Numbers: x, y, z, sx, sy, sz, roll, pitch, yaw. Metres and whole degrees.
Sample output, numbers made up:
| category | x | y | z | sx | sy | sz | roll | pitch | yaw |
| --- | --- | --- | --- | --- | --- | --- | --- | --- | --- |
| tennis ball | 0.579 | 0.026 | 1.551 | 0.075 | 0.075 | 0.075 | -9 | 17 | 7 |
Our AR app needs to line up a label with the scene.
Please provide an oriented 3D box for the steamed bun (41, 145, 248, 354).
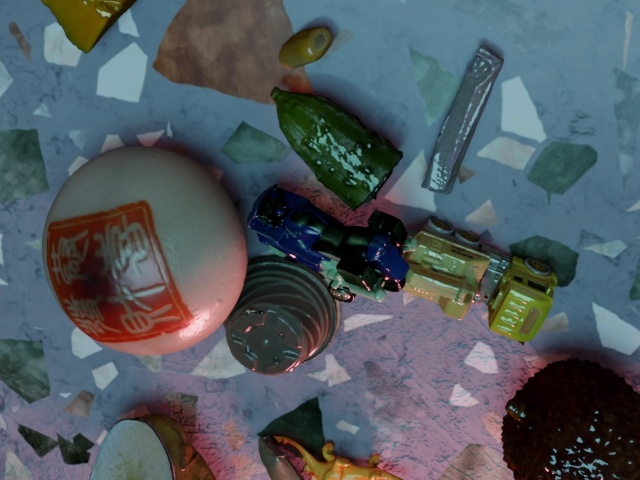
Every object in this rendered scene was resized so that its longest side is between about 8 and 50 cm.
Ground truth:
| category | x | y | z | sx | sy | sz | roll | pitch | yaw |
| --- | --- | --- | --- | --- | --- | --- | --- | --- | --- |
| steamed bun | -0.316 | 0.028 | 1.647 | 0.374 | 0.241 | 0.374 | 6 | 106 | 20 |

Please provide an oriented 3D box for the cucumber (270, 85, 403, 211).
| category | x | y | z | sx | sy | sz | roll | pitch | yaw |
| --- | --- | --- | --- | --- | --- | --- | --- | --- | --- |
| cucumber | 0.013 | -0.169 | 1.588 | 0.244 | 0.134 | 0.134 | 39 | 116 | -3 |

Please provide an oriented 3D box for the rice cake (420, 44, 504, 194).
| category | x | y | z | sx | sy | sz | roll | pitch | yaw |
| --- | --- | --- | --- | --- | --- | --- | --- | --- | --- |
| rice cake | 0.232 | -0.189 | 1.577 | 0.055 | 0.049 | 0.270 | 30 | 119 | 21 |

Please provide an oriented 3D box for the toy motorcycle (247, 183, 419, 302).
| category | x | y | z | sx | sy | sz | roll | pitch | yaw |
| --- | --- | --- | --- | --- | --- | --- | --- | --- | --- |
| toy motorcycle | 0.000 | 0.000 | 1.605 | 0.331 | 0.125 | 0.196 | 16 | 154 | 40 |

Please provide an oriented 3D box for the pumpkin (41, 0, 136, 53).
| category | x | y | z | sx | sy | sz | roll | pitch | yaw |
| --- | --- | --- | --- | --- | --- | --- | --- | --- | --- |
| pumpkin | -0.341 | -0.431 | 1.540 | 0.131 | 0.126 | 0.248 | 41 | 135 | -18 |

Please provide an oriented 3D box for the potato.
| category | x | y | z | sx | sy | sz | roll | pitch | yaw |
| --- | --- | --- | --- | --- | --- | --- | --- | --- | --- |
| potato | -0.315 | 0.494 | 1.951 | 0.246 | 0.196 | 0.299 | -12 | 85 | 31 |

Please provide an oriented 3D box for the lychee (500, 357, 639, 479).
| category | x | y | z | sx | sy | sz | roll | pitch | yaw |
| --- | --- | --- | --- | --- | --- | --- | --- | --- | --- |
| lychee | 0.450 | 0.348 | 1.670 | 0.304 | 0.276 | 0.275 | 24 | 118 | -11 |

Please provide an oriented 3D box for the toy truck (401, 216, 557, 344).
| category | x | y | z | sx | sy | sz | roll | pitch | yaw |
| --- | --- | --- | --- | --- | --- | --- | --- | --- | --- |
| toy truck | 0.261 | 0.075 | 1.638 | 0.272 | 0.157 | 0.124 | 23 | 118 | 1 |

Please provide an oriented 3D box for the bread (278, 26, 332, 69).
| category | x | y | z | sx | sy | sz | roll | pitch | yaw |
| --- | --- | --- | --- | --- | --- | --- | --- | --- | --- |
| bread | -0.025 | -0.316 | 1.570 | 0.049 | 0.103 | 0.062 | 42 | 73 | -22 |

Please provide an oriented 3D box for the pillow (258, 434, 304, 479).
| category | x | y | z | sx | sy | sz | roll | pitch | yaw |
| --- | --- | --- | --- | --- | --- | --- | --- | --- | --- |
| pillow | -0.060 | 0.492 | 1.938 | 0.053 | 0.119 | 0.208 | -33 | 109 | -22 |

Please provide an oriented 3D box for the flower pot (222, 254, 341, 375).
| category | x | y | z | sx | sy | sz | roll | pitch | yaw |
| --- | --- | --- | --- | --- | --- | --- | --- | --- | --- |
| flower pot | -0.085 | 0.153 | 1.755 | 0.235 | 0.140 | 0.235 | 4 | 114 | 9 |

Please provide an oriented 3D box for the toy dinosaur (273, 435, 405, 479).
| category | x | y | z | sx | sy | sz | roll | pitch | yaw |
| --- | --- | --- | --- | --- | --- | --- | --- | --- | --- |
| toy dinosaur | 0.036 | 0.469 | 1.927 | 0.288 | 0.070 | 0.117 | 13 | 118 | 10 |
